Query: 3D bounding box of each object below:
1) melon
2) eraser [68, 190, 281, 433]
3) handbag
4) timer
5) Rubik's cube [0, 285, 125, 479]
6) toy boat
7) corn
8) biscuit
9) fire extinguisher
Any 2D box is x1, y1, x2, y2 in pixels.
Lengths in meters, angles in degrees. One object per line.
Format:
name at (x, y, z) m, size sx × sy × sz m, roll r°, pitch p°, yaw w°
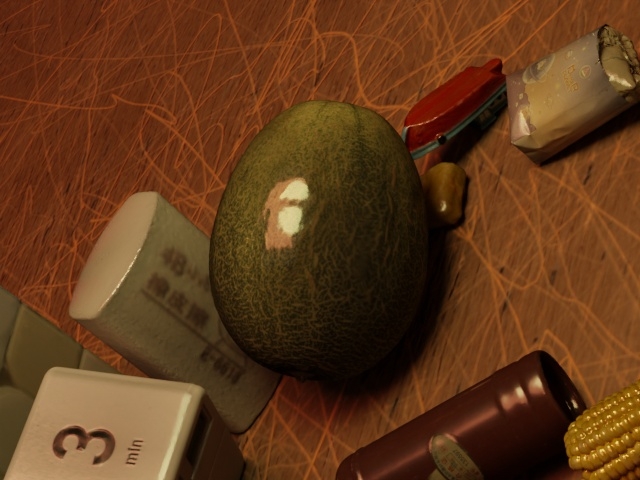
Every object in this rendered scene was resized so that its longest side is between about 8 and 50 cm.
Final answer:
melon at (0.000, 0.000, 1.774) m, size 0.249 × 0.248 × 0.329 m, roll -8°, pitch 66°, yaw 41°
eraser at (-0.155, 0.087, 1.838) m, size 0.095 × 0.270 × 0.174 m, roll -3°, pitch 54°, yaw 45°
handbag at (0.297, -0.171, 1.782) m, size 0.173 × 0.095 × 0.117 m, roll -29°, pitch 45°, yaw 35°
timer at (-0.219, 0.273, 1.749) m, size 0.195 × 0.194 × 0.192 m, roll 5°, pitch 57°, yaw 19°
Rubik's cube at (-0.480, 0.278, 1.923) m, size 0.344 × 0.347 × 0.346 m, roll -18°, pitch 45°, yaw 32°
toy boat at (0.162, -0.152, 1.899) m, size 0.173 × 0.058 × 0.069 m, roll -38°, pitch 35°, yaw -16°
corn at (0.339, 0.155, 1.433) m, size 0.244 × 0.093 × 0.093 m, roll -32°, pitch 39°, yaw 17°
biscuit at (0.106, -0.070, 1.919) m, size 0.183 × 0.039 × 0.174 m, roll -12°, pitch 46°, yaw 37°
fire extinguisher at (0.105, 0.246, 1.573) m, size 0.344 × 0.102 × 0.138 m, roll -33°, pitch 41°, yaw 19°
